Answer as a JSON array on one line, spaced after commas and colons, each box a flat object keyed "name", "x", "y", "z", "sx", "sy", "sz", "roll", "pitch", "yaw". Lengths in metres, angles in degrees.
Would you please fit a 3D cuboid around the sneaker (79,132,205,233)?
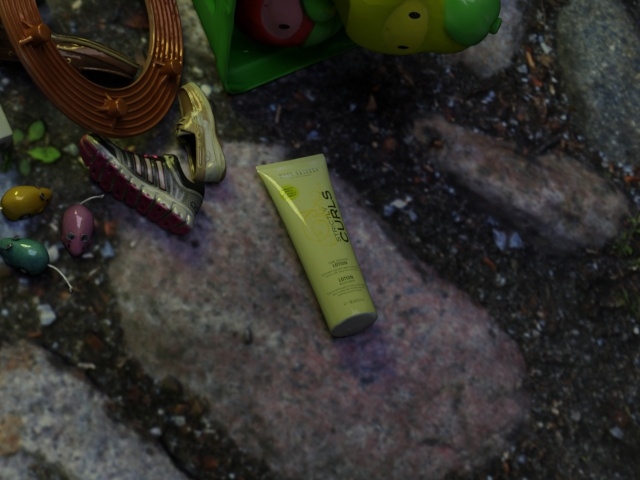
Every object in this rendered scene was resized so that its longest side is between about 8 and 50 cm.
[{"name": "sneaker", "x": -0.210, "y": -0.081, "z": 1.677, "sx": 0.170, "sy": 0.063, "sz": 0.075, "roll": 35, "pitch": 58, "yaw": -1}]

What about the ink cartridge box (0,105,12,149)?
[{"name": "ink cartridge box", "x": -0.464, "y": -0.173, "z": 1.647, "sx": 0.145, "sy": 0.045, "sz": 0.179, "roll": -21, "pitch": 81, "yaw": -25}]

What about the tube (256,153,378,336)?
[{"name": "tube", "x": 0.000, "y": 0.000, "z": 1.702, "sx": 0.070, "sy": 0.062, "sz": 0.240, "roll": 19, "pitch": 44, "yaw": -55}]

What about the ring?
[{"name": "ring", "x": -0.263, "y": -0.287, "z": 1.655, "sx": 0.336, "sy": 0.032, "sz": 0.336, "roll": 31, "pitch": 51, "yaw": -50}]

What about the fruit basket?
[{"name": "fruit basket", "x": 0.023, "y": -0.330, "z": 1.692, "sx": 0.283, "sy": 0.392, "sz": 0.392, "roll": -25, "pitch": 74, "yaw": -26}]

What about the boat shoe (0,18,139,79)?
[{"name": "boat shoe", "x": -0.314, "y": -0.226, "z": 1.722, "sx": 0.178, "sy": 0.064, "sz": 0.060, "roll": 16, "pitch": 94, "yaw": -11}]

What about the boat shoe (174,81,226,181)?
[{"name": "boat shoe", "x": -0.156, "y": -0.134, "z": 1.723, "sx": 0.045, "sy": 0.050, "sz": 0.135, "roll": -10, "pitch": 68, "yaw": -27}]

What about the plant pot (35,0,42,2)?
[{"name": "plant pot", "x": -0.471, "y": -0.356, "z": 1.678, "sx": 0.234, "sy": 0.165, "sz": 0.165, "roll": -25, "pitch": 74, "yaw": -18}]

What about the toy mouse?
[{"name": "toy mouse", "x": -0.316, "y": -0.007, "z": 1.624, "sx": 0.161, "sy": 0.031, "sz": 0.143, "roll": -16, "pitch": 70, "yaw": -23}]
